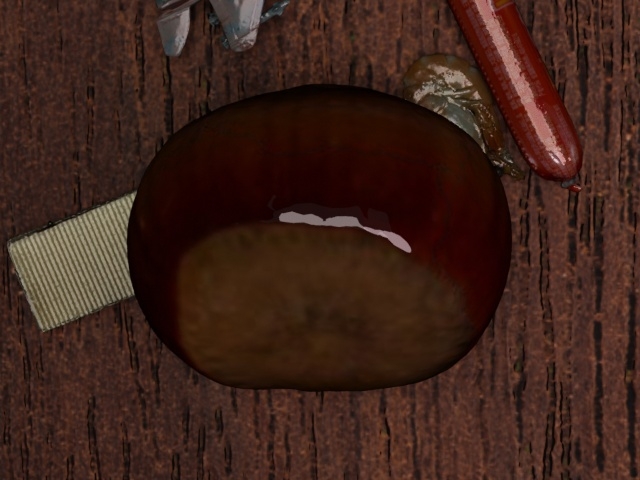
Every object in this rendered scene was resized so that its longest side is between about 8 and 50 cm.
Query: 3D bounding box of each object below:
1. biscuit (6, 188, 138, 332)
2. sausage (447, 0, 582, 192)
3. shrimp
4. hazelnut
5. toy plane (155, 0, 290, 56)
[{"bbox_3d":[-0.261,0.019,1.747,0.199,0.040,0.121,-20,96,8],"label":"biscuit"},{"bbox_3d":[0.227,-0.174,1.671,0.074,0.074,0.274,-25,93,7],"label":"sausage"},{"bbox_3d":[0.169,-0.136,1.695,0.091,0.043,0.184,-38,90,4],"label":"shrimp"},{"bbox_3d":[0.000,0.000,1.590,0.409,0.359,0.359,5,96,9],"label":"hazelnut"},{"bbox_3d":[-0.073,-0.351,1.668,0.326,0.104,0.223,-31,93,3],"label":"toy plane"}]
